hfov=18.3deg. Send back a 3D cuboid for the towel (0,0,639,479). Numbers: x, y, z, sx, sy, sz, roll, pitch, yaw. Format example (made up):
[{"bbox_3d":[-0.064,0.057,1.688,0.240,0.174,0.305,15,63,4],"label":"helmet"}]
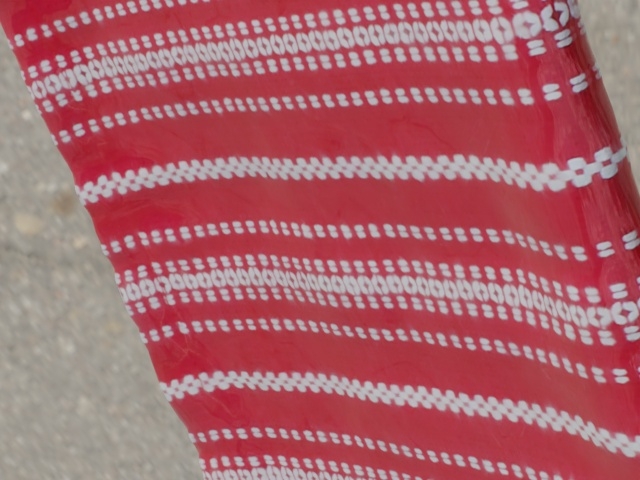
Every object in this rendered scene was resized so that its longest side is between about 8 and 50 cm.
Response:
[{"bbox_3d":[0.000,0.000,0.451,0.031,0.275,0.199,-34,22,-30],"label":"towel"}]
